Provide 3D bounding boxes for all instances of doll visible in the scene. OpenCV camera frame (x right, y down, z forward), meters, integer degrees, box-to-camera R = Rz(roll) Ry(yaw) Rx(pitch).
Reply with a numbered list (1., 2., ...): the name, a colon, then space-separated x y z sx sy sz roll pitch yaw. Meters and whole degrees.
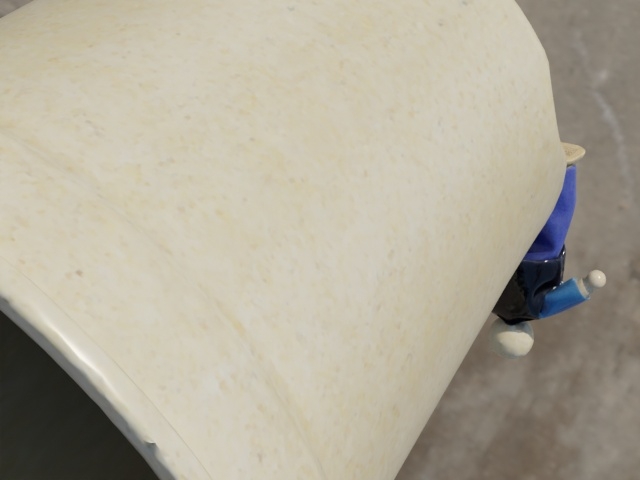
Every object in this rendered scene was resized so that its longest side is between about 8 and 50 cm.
1. doll: 0.164 0.013 1.326 0.046 0.129 0.189 -50 152 -59

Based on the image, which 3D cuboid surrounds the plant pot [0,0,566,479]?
1. plant pot: -0.060 0.010 0.729 0.305 0.333 0.334 -46 132 -35
